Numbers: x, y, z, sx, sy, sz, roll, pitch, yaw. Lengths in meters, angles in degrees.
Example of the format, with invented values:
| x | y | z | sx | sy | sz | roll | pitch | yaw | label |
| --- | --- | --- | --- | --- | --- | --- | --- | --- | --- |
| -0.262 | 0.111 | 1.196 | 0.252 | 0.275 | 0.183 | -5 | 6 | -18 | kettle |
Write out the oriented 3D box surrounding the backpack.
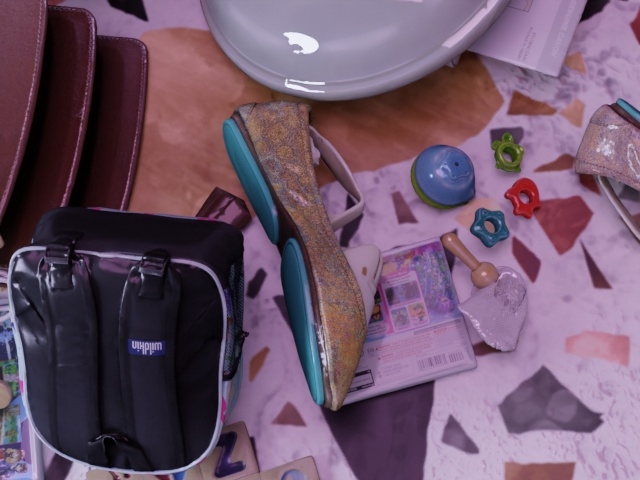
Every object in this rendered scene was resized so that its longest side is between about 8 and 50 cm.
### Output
| x | y | z | sx | sy | sz | roll | pitch | yaw | label |
| --- | --- | --- | --- | --- | --- | --- | --- | --- | --- |
| -0.180 | 0.095 | 1.507 | 0.225 | 0.191 | 0.253 | 5 | 112 | 9 | backpack |

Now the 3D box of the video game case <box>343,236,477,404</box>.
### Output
| x | y | z | sx | sy | sz | roll | pitch | yaw | label |
| --- | --- | --- | --- | --- | --- | --- | --- | --- | --- |
| 0.066 | 0.083 | 1.583 | 0.157 | 0.019 | 0.143 | -16 | 71 | 3 | video game case |

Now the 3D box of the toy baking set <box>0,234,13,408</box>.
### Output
| x | y | z | sx | sy | sz | roll | pitch | yaw | label |
| --- | --- | --- | --- | --- | --- | --- | --- | --- | --- |
| -0.393 | 0.082 | 1.546 | 0.197 | 0.030 | 0.256 | 12 | 113 | 2 | toy baking set |

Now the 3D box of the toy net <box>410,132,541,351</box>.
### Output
| x | y | z | sx | sy | sz | roll | pitch | yaw | label |
| --- | --- | --- | --- | --- | --- | --- | --- | --- | --- |
| 0.172 | 0.005 | 1.586 | 0.122 | 0.045 | 0.232 | -4 | 72 | -22 | toy net |

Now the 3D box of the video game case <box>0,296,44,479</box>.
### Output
| x | y | z | sx | sy | sz | roll | pitch | yaw | label |
| --- | --- | --- | --- | --- | --- | --- | --- | --- | --- |
| -0.383 | 0.166 | 1.609 | 0.184 | 0.023 | 0.201 | -9 | 70 | 4 | video game case |

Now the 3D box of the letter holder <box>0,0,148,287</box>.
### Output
| x | y | z | sx | sy | sz | roll | pitch | yaw | label |
| --- | --- | --- | --- | --- | --- | --- | --- | --- | --- |
| -0.309 | -0.111 | 1.624 | 0.215 | 0.152 | 0.301 | 7 | 73 | 7 | letter holder |

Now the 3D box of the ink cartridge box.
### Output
| x | y | z | sx | sy | sz | roll | pitch | yaw | label |
| --- | --- | --- | --- | --- | --- | --- | --- | --- | --- |
| 0.186 | -0.316 | 1.676 | 0.239 | 0.060 | 0.275 | 19 | 75 | 12 | ink cartridge box |

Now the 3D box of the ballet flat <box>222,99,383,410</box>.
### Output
| x | y | z | sx | sy | sz | roll | pitch | yaw | label |
| --- | --- | --- | --- | --- | --- | --- | --- | --- | --- |
| 0.000 | 0.000 | 1.556 | 0.123 | 0.123 | 0.348 | -20 | 62 | 0 | ballet flat |

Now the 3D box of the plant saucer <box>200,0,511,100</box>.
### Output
| x | y | z | sx | sy | sz | roll | pitch | yaw | label |
| --- | --- | --- | --- | --- | --- | --- | --- | --- | --- |
| 0.032 | -0.346 | 1.626 | 0.401 | 0.100 | 0.400 | -9 | 66 | 21 | plant saucer |

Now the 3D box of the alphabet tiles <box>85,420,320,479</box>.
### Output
| x | y | z | sx | sy | sz | roll | pitch | yaw | label |
| --- | --- | --- | --- | --- | --- | --- | --- | --- | --- |
| -0.107 | 0.362 | 1.518 | 0.285 | 0.011 | 0.342 | -19 | 71 | 0 | alphabet tiles |

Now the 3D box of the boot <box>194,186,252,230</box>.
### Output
| x | y | z | sx | sy | sz | roll | pitch | yaw | label |
| --- | --- | --- | --- | --- | --- | --- | --- | --- | --- |
| -0.103 | 0.009 | 1.621 | 0.106 | 0.037 | 0.114 | 40 | 76 | 15 | boot |

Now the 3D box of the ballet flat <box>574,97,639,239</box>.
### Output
| x | y | z | sx | sy | sz | roll | pitch | yaw | label |
| --- | --- | --- | --- | --- | --- | --- | --- | --- | --- |
| 0.385 | -0.015 | 1.544 | 0.316 | 0.107 | 0.106 | 40 | 101 | 22 | ballet flat |
